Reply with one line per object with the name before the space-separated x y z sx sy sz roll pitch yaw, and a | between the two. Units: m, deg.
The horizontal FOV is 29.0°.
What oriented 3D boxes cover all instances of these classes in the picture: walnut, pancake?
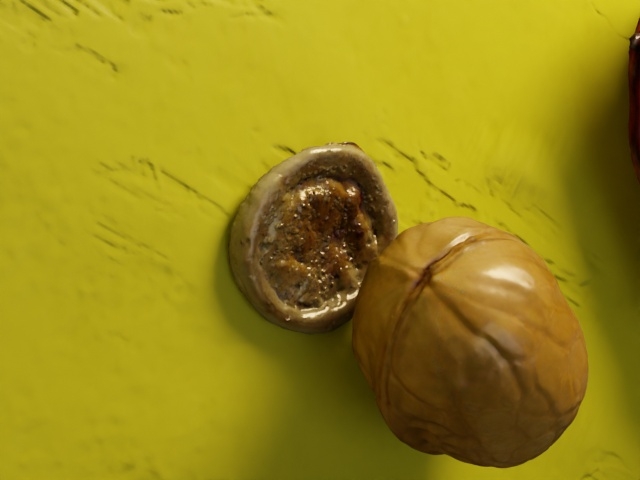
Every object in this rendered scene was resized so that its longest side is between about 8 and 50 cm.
walnut | 0.104 0.075 0.853 0.159 0.159 0.206 -52 144 -17
pancake | 0.000 0.000 0.855 0.140 0.022 0.139 -7 103 -34

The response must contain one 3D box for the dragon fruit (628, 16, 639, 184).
dragon fruit | 0.352 -0.088 1.055 0.286 0.228 0.329 7 117 -5
